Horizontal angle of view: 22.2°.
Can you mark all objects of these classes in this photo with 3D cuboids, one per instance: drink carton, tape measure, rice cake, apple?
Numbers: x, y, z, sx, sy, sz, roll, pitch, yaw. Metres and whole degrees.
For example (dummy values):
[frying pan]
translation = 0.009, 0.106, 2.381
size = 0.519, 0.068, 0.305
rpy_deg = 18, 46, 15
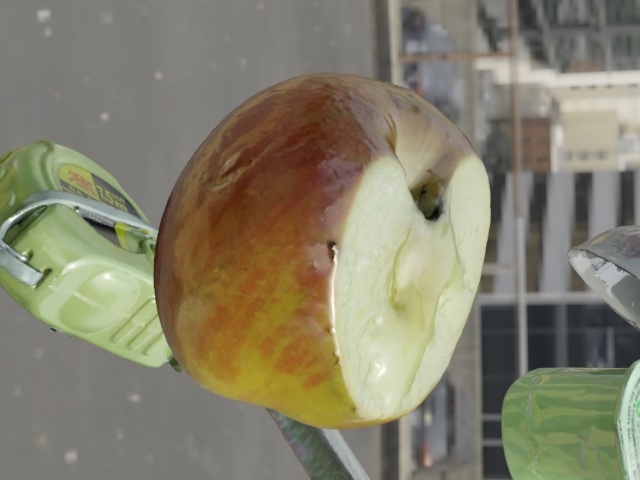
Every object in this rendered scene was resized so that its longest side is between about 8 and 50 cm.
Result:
[drink carton]
translation = 0.242, 0.163, 1.406
size = 0.146, 0.142, 0.144
rpy_deg = -17, 101, -45
[tape measure]
translation = -0.172, 0.004, 1.129
size = 0.177, 0.087, 0.154
rpy_deg = 31, 23, -47
[rice cake]
translation = -0.015, 0.127, 1.208
size = 0.207, 0.036, 0.047
rpy_deg = 56, 7, 26
[apple]
translation = 0.000, 0.000, 0.862
size = 0.195, 0.160, 0.173
rpy_deg = -14, 128, -60

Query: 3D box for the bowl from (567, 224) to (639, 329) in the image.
[bowl]
translation = 0.343, 0.036, 1.610
size = 0.086, 0.189, 0.189
rpy_deg = -52, 160, -7
